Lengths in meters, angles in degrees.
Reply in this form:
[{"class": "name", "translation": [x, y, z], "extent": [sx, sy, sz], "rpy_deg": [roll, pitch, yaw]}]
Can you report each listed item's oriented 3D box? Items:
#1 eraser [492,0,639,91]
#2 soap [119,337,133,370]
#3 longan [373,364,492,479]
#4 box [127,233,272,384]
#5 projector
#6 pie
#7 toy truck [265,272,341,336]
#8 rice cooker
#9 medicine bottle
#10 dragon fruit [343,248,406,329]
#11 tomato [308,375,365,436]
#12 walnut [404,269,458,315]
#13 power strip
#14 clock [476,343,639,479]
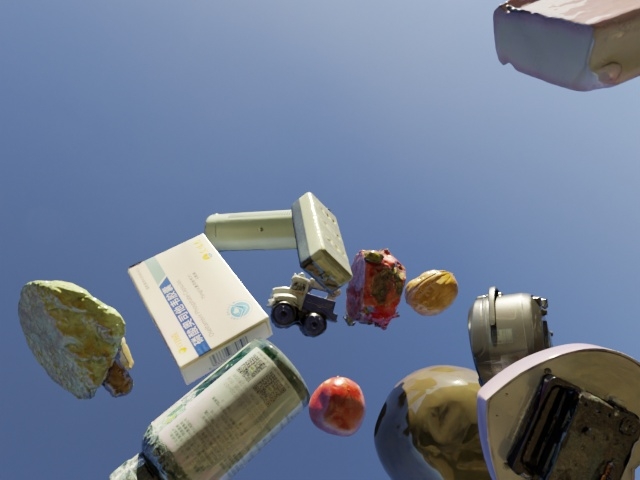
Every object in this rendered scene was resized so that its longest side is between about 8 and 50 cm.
[{"class": "eraser", "translation": [0.528, -0.392, 0.792], "extent": [0.359, 0.272, 0.122], "rpy_deg": [-24, -52, -4]}, {"class": "soap", "translation": [-0.615, 0.302, 1.215], "extent": [0.037, 0.252, 0.092], "rpy_deg": [-70, -28, -64]}, {"class": "longan", "translation": [0.326, 0.483, 1.151], "extent": [0.404, 0.404, 0.336], "rpy_deg": [21, -124, -20]}, {"class": "box", "translation": [-0.278, 0.133, 1.031], "extent": [0.200, 0.065, 0.343], "rpy_deg": [-28, -134, -21]}, {"class": "projector", "translation": [-0.137, -0.027, 1.234], "extent": [0.337, 0.108, 0.108], "rpy_deg": [-2, -113, 17]}, {"class": "pie", "translation": [-0.528, 0.211, 0.979], "extent": [0.257, 0.274, 0.105], "rpy_deg": [10, -154, 13]}, {"class": "toy truck", "translation": [-0.050, 0.190, 1.381], "extent": [0.213, 0.161, 0.177], "rpy_deg": [18, -102, -3]}, {"class": "rice cooker", "translation": [0.253, 0.142, 0.614], "extent": [0.112, 0.106, 0.165], "rpy_deg": [53, -137, -39]}, {"class": "medicine bottle", "translation": [-0.163, 0.291, 0.707], "extent": [0.293, 0.141, 0.141], "rpy_deg": [-37, -88, -26]}, {"class": "dragon fruit", "translation": [0.157, 0.137, 1.267], "extent": [0.147, 0.282, 0.211], "rpy_deg": [6, -141, -8]}, {"class": "tomato", "translation": [0.059, 0.517, 1.432], "extent": [0.187, 0.151, 0.187], "rpy_deg": [0, -78, -2]}, {"class": "walnut", "translation": [0.368, 0.170, 1.514], "extent": [0.180, 0.144, 0.144], "rpy_deg": [-37, -88, 5]}, {"class": "power strip", "translation": [0.000, 0.000, 0.990], "extent": [0.105, 0.070, 0.257], "rpy_deg": [42, -160, -30]}, {"class": "clock", "translation": [0.240, 0.193, 0.453], "extent": [0.172, 0.064, 0.198], "rpy_deg": [26, -94, 0]}]
